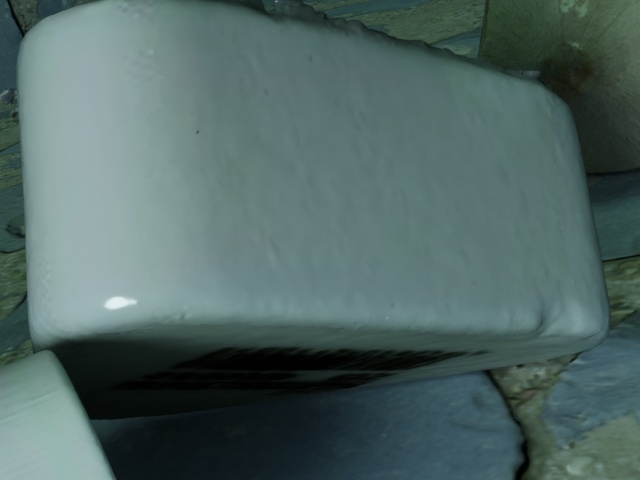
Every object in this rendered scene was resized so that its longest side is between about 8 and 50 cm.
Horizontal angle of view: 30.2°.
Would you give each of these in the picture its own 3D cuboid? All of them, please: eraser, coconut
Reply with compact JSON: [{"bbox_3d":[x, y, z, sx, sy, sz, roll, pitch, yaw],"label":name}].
[{"bbox_3d":[0.000,0.000,0.621,0.331,0.150,0.331,-9,-14,-2],"label":"eraser"},{"bbox_3d":[0.228,-0.163,0.957,0.224,0.224,0.234,-2,24,40],"label":"coconut"}]

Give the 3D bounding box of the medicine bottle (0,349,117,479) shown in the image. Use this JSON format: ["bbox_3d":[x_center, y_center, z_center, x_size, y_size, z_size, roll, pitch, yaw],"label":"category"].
[{"bbox_3d":[-0.208,0.151,0.416,0.293,0.170,0.170,-22,18,-15],"label":"medicine bottle"}]
